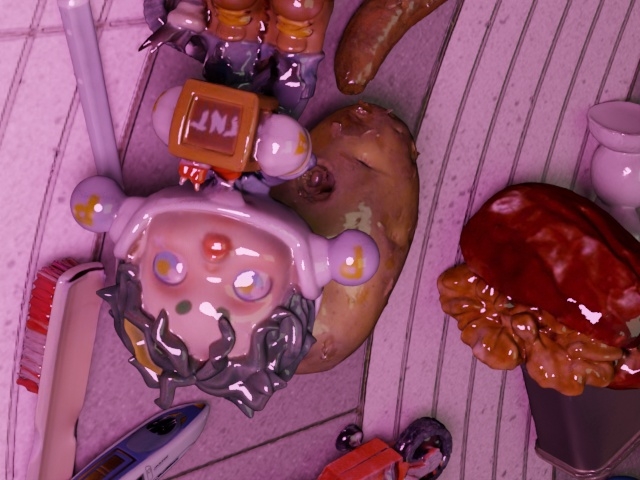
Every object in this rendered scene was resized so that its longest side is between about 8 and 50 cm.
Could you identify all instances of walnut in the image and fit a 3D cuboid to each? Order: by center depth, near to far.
[{"bbox_3d":[0.284,0.070,1.515,0.244,0.269,0.221,-34,144,-35],"label":"walnut"}]

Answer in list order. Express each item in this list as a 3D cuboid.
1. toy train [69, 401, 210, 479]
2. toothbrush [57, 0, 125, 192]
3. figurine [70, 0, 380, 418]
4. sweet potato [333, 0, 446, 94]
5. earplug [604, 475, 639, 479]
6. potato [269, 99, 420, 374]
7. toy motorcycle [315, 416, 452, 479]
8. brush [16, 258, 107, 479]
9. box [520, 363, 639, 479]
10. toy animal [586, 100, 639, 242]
[{"bbox_3d":[-0.197,0.225,1.261,0.252,0.055,0.048,-42,139,-37],"label":"toy train"},{"bbox_3d":[-0.188,-0.068,1.163,0.030,0.025,0.342,-36,131,-35],"label":"toothbrush"},{"bbox_3d":[-0.073,-0.035,1.100,0.186,0.261,0.381,-25,128,-68],"label":"figurine"},{"bbox_3d":[0.099,-0.256,1.317,0.273,0.075,0.075,-45,134,-15],"label":"sweet potato"},{"bbox_3d":[0.421,0.483,1.954,0.132,0.132,0.273,41,76,-46],"label":"earplug"},{"bbox_3d":[0.000,0.000,1.297,0.192,0.141,0.296,31,88,-31],"label":"potato"},{"bbox_3d":[0.041,0.316,1.526,0.298,0.089,0.171,-20,124,-37],"label":"toy motorcycle"},{"bbox_3d":[-0.255,0.159,1.196,0.060,0.050,0.321,-27,137,-54],"label":"brush"},{"bbox_3d":[0.404,0.179,1.782,0.274,0.138,0.178,-40,128,-24],"label":"box"},{"bbox_3d":[0.398,-0.063,1.674,0.131,0.104,0.220,-22,124,-37],"label":"toy animal"}]
